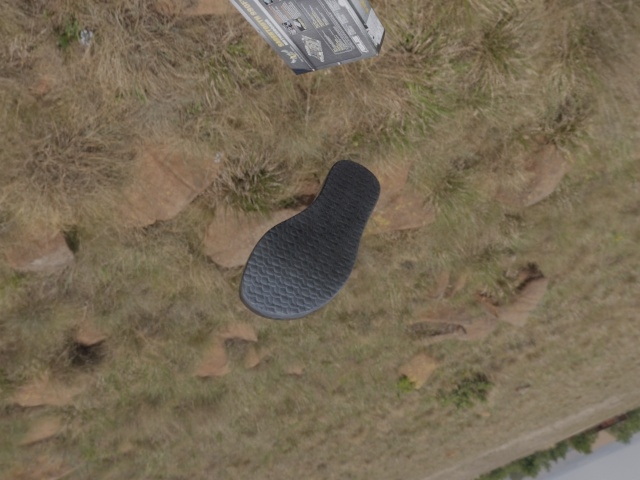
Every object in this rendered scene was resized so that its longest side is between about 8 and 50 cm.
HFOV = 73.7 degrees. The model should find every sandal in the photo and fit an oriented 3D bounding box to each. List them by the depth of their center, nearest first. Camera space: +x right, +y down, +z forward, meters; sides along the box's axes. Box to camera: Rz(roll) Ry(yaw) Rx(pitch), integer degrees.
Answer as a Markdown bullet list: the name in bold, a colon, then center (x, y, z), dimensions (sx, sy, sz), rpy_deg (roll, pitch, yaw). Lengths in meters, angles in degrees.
- **sandal**: center (0.001, 0.000, 0.486), dimensions (0.254, 0.097, 0.054), rpy_deg (-51, 177, -42)

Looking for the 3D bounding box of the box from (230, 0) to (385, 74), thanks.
- **box**: center (-0.030, -0.372, 0.675), dimensions (0.183, 0.056, 0.231), rpy_deg (5, 161, 39)
